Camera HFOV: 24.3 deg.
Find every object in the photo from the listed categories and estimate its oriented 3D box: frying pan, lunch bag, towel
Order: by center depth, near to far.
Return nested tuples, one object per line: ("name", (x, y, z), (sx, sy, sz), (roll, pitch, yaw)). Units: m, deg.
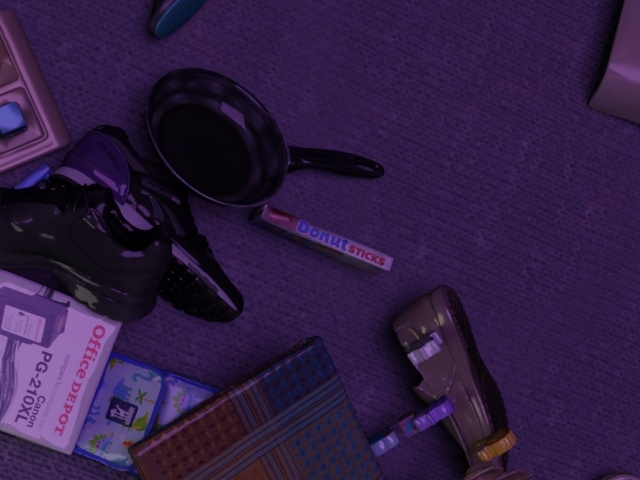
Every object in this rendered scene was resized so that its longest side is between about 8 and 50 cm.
("lunch bag", (-0.201, 0.212, 1.751), (0.151, 0.096, 0.128), (21, 83, -12))
("towel", (-0.042, 0.330, 1.770), (0.271, 0.040, 0.370), (-30, 111, -19))
("frying pan", (-0.084, -0.131, 1.848), (0.326, 0.053, 0.197), (-13, 70, -44))

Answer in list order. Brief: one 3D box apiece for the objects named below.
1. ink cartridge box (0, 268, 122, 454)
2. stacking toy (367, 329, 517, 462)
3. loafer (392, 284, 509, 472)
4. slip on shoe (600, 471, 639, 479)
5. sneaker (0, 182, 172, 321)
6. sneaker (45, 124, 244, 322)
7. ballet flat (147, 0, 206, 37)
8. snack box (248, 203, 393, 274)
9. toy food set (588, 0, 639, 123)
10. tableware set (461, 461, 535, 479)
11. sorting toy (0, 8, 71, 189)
("ink cartridge box", (-0.368, 0.126, 1.701), (0.237, 0.100, 0.172), (23, 78, -16))
("stacking toy", (0.104, 0.233, 1.825), (0.221, 0.052, 0.167), (-33, 96, 16))
("loafer", (0.167, 0.186, 1.883), (0.092, 0.102, 0.268), (-16, 101, 19))
("slip on shoe", (0.415, 0.467, 1.931), (0.123, 0.101, 0.331), (-2, 84, -17))
("sneaker", (-0.298, -0.021, 1.675), (0.286, 0.109, 0.130), (23, 122, -15))
("sneaker", (-0.181, -0.025, 1.782), (0.283, 0.107, 0.124), (43, 59, -16))
("ballet flat", (-0.151, -0.333, 1.847), (0.203, 0.074, 0.074), (-42, 98, -12))
("snack box", (0.000, 0.000, 1.858), (0.178, 0.064, 0.022), (23, 79, -15))
("toy food set", (0.511, -0.297, 2.062), (0.220, 0.092, 0.306), (17, 78, -5))
("tableware set", (0.180, 0.311, 1.834), (0.169, 0.141, 0.020), (26, 37, -53))
("sorting toy", (-0.412, -0.164, 1.746), (0.196, 0.047, 0.347), (-25, 92, -19))
